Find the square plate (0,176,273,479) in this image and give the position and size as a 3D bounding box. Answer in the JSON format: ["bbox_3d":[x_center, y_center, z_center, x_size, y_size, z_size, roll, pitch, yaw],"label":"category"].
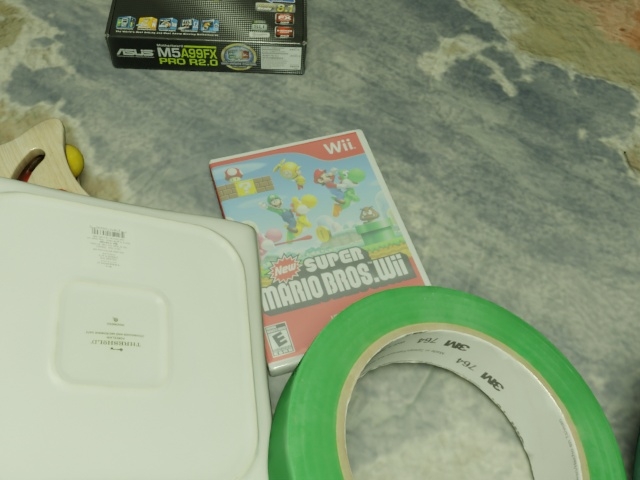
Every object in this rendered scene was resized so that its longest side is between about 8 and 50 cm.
[{"bbox_3d":[-0.192,0.092,0.600,0.347,0.049,0.344,11,54,-29],"label":"square plate"}]

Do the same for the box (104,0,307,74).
[{"bbox_3d":[-0.154,-0.340,0.973,0.269,0.060,0.216,2,59,-3],"label":"box"}]

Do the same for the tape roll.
[{"bbox_3d":[0.115,0.196,0.611,0.321,0.077,0.321,10,53,-13],"label":"tape roll"}]

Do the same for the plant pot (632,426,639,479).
[{"bbox_3d":[0.379,0.240,0.552,0.290,0.290,0.195,35,85,16],"label":"plant pot"}]

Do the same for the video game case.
[{"bbox_3d":[0.000,0.000,0.797,0.203,0.025,0.285,-14,60,-12],"label":"video game case"}]

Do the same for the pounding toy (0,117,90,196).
[{"bbox_3d":[-0.273,-0.022,0.714,0.154,0.155,0.270,-16,64,-11],"label":"pounding toy"}]
